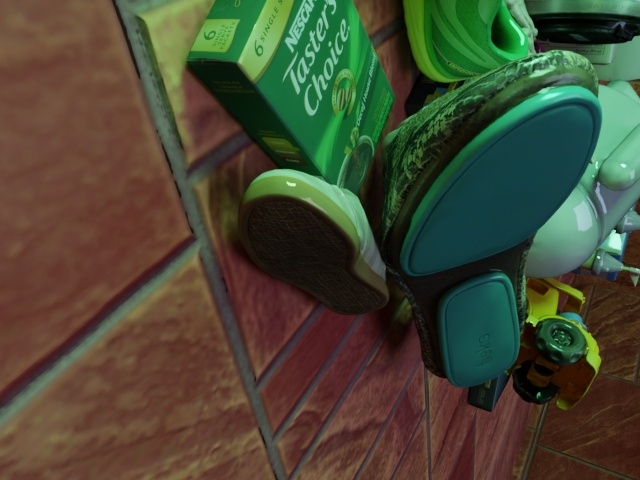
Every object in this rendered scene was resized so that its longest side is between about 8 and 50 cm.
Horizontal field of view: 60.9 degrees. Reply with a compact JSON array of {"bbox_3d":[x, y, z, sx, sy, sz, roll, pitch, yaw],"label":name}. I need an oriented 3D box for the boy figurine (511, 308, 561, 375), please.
[{"bbox_3d":[0.485,0.273,1.235,0.177,0.092,0.285,-59,146,-37],"label":"boy figurine"}]

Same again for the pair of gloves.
[{"bbox_3d":[0.253,-0.219,0.649,0.204,0.042,0.240,40,37,-37],"label":"pair of gloves"}]

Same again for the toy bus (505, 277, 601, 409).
[{"bbox_3d":[0.330,0.116,0.844,0.211,0.220,0.149,-41,149,-34],"label":"toy bus"}]

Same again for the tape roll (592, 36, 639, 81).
[{"bbox_3d":[0.687,-0.502,1.232,0.246,0.246,0.169,-59,146,-30],"label":"tape roll"}]

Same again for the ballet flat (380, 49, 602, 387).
[{"bbox_3d":[0.129,-0.013,0.538,0.482,0.164,0.182,72,-1,-55],"label":"ballet flat"}]

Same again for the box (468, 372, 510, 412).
[{"bbox_3d":[0.398,0.236,1.216,0.183,0.059,0.232,-20,119,-56],"label":"box"}]

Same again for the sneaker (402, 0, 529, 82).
[{"bbox_3d":[0.119,-0.262,0.441,0.109,0.124,0.295,-63,145,-25],"label":"sneaker"}]

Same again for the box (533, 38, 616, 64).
[{"bbox_3d":[0.469,-0.477,0.959,0.121,0.148,0.310,-34,132,-52],"label":"box"}]

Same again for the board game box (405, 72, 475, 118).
[{"bbox_3d":[0.162,-0.149,0.648,0.141,0.048,0.170,-61,148,-22],"label":"board game box"}]

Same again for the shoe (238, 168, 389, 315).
[{"bbox_3d":[0.000,0.000,0.412,0.219,0.077,0.058,52,30,-60],"label":"shoe"}]

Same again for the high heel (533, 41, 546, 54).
[{"bbox_3d":[0.415,-0.305,1.001,0.244,0.082,0.117,-19,129,-43],"label":"high heel"}]

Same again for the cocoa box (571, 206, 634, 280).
[{"bbox_3d":[0.651,-0.109,1.346,0.231,0.228,0.346,39,68,-59],"label":"cocoa box"}]

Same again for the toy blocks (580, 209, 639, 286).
[{"bbox_3d":[0.503,-0.077,1.065,0.309,0.260,0.288,-30,126,-53],"label":"toy blocks"}]

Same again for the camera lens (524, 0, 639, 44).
[{"bbox_3d":[0.380,-0.420,0.743,0.219,0.220,0.274,-19,118,-57],"label":"camera lens"}]

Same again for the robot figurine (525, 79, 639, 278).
[{"bbox_3d":[0.337,-0.085,0.778,0.353,0.199,0.300,-41,-177,-21],"label":"robot figurine"}]

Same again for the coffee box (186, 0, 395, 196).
[{"bbox_3d":[-0.005,-0.108,0.374,0.184,0.041,0.113,47,61,-57],"label":"coffee box"}]
